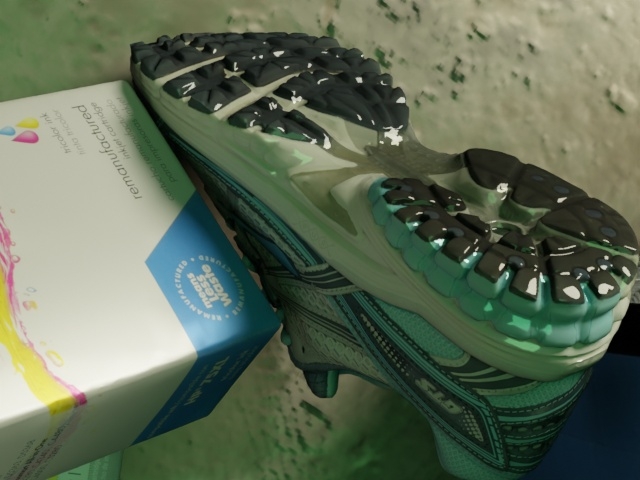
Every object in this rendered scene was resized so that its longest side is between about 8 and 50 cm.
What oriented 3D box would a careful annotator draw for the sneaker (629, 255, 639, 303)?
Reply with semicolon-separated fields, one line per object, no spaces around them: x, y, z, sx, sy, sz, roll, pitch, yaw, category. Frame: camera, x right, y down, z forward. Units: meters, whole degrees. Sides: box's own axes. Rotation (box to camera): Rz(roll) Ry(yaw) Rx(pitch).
0.193;0.065;0.729;0.086;0.228;0.132;1;102;28;sneaker

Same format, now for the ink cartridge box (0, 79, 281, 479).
-0.146;0.028;0.583;0.231;0.078;0.134;-18;67;-42;ink cartridge box

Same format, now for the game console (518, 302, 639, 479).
0.067;0.168;0.633;0.250;0.293;0.173;-41;99;-12;game console

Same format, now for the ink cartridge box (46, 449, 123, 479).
-0.191;0.073;0.677;0.209;0.062;0.109;10;87;-15;ink cartridge box

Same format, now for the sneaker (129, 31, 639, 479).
0.000;0.000;0.652;0.110;0.283;0.122;-11;125;-36;sneaker
